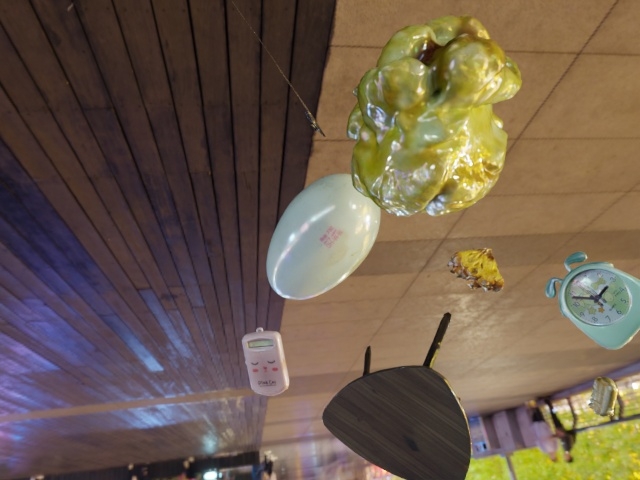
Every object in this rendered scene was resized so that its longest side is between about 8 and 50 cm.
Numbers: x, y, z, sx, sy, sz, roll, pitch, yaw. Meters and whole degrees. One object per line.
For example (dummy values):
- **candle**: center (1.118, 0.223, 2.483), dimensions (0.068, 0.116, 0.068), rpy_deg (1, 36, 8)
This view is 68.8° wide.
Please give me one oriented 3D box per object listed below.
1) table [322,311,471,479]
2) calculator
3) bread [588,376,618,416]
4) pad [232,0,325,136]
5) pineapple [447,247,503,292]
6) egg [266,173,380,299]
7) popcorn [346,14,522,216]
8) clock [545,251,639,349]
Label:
- **table**: center (0.214, 0.314, 1.028), dimensions (0.318, 0.249, 0.316), rpy_deg (10, 118, 20)
- **calculator**: center (-0.134, 0.296, 1.146), dimensions (0.100, 0.174, 0.032), rpy_deg (-8, -172, 14)
- **bread**: center (0.599, 0.329, 0.988), dimensions (0.034, 0.087, 0.049), rpy_deg (-3, -169, -30)
- **pad**: center (-0.033, -0.149, 0.420), dimensions (0.004, 0.193, 0.116), rpy_deg (-34, 107, 9)
- **pineapple**: center (0.382, 0.067, 1.123), dimensions (0.116, 0.137, 0.069), rpy_deg (-48, 164, -25)
- **egg**: center (0.000, 0.000, 1.166), dimensions (0.230, 0.229, 0.370), rpy_deg (17, 119, -38)
- **popcorn**: center (0.152, -0.173, 0.653), dimensions (0.226, 0.276, 0.276), rpy_deg (-16, 153, -12)
- **clock**: center (0.572, 0.115, 0.961), dimensions (0.060, 0.188, 0.148), rpy_deg (6, 123, -52)
